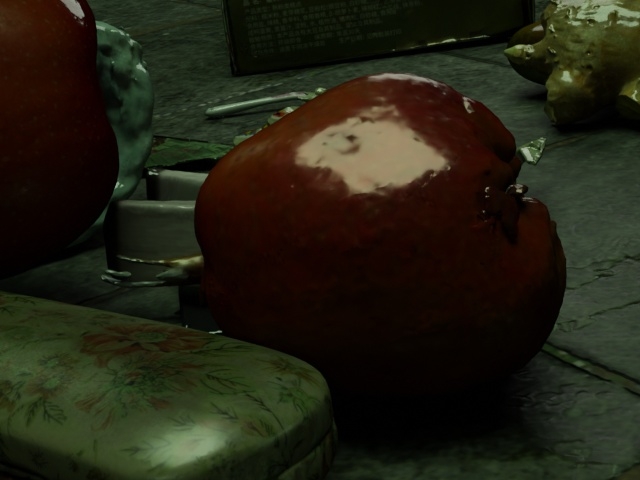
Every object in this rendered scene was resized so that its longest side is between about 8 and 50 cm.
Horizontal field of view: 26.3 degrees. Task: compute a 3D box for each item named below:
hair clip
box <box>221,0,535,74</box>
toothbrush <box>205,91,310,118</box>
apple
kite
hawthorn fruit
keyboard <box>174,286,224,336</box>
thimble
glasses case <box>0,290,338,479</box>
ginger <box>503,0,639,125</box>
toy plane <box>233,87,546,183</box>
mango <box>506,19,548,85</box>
[{"bbox_3d":[0.001,-0.005,1.046,0.330,0.085,0.101,3,9,19],"label":"hair clip"},{"bbox_3d":[0.071,-0.365,1.956,0.420,0.138,0.373,-8,20,2],"label":"box"},{"bbox_3d":[-0.037,-0.166,1.626,0.204,0.022,0.017,-10,17,2],"label":"toothbrush"},{"bbox_3d":[-0.266,-0.093,1.025,0.216,0.260,0.260,-9,20,-12],"label":"apple"},{"bbox_3d":[-0.229,-0.080,1.475,0.323,0.013,0.268,-10,19,1],"label":"kite"},{"bbox_3d":[0.004,0.010,0.883,0.299,0.211,0.211,-11,20,8],"label":"hawthorn fruit"},{"bbox_3d":[-0.077,0.029,1.116,0.087,0.017,0.250,-7,21,-4],"label":"keyboard"},{"bbox_3d":[-0.272,-0.104,1.273,0.250,0.205,0.172,-47,28,-16],"label":"thimble"},{"bbox_3d":[-0.180,0.097,0.851,0.425,0.098,0.156,8,24,38],"label":"glasses case"},{"bbox_3d":[0.297,-0.189,1.403,0.216,0.157,0.102,2,-12,12],"label":"ginger"},{"bbox_3d":[0.058,-0.079,1.252,0.286,0.108,0.092,10,23,12],"label":"toy plane"},{"bbox_3d":[0.340,-0.229,1.515,0.267,0.111,0.133,-15,26,14],"label":"mango"}]
